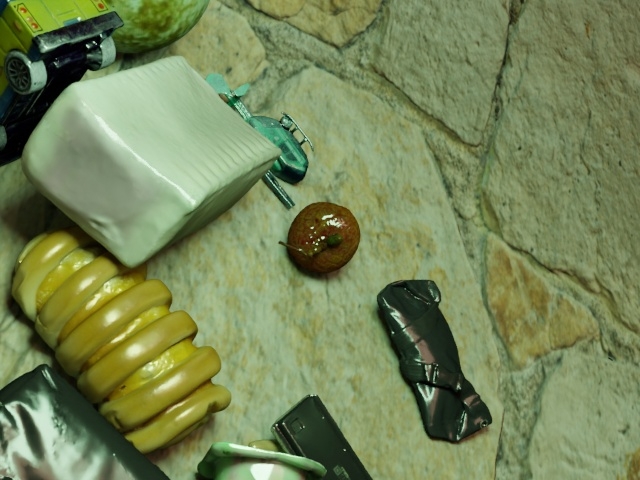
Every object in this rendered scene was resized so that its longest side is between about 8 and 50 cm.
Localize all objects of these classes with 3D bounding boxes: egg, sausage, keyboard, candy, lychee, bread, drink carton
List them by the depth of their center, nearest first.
[{"bbox_3d":[-0.077,0.331,1.470,0.144,0.146,0.142,12,62,-10],"label":"drink carton"},{"bbox_3d":[-0.244,0.106,1.516,0.311,0.121,0.173,50,44,7],"label":"bread"},{"bbox_3d":[-0.208,-0.108,1.597,0.208,0.145,0.359,44,22,1],"label":"candy"},{"bbox_3d":[0.024,0.313,1.619,0.094,0.025,0.230,-35,93,-43],"label":"keyboard"},{"bbox_3d":[-0.038,0.270,1.626,0.132,0.024,0.024,6,57,-35],"label":"sausage"},{"bbox_3d":[-0.280,-0.401,1.776,0.238,0.238,0.289,-10,54,-42],"label":"egg"},{"bbox_3d":[0.000,0.001,1.794,0.114,0.101,0.140,2,38,1],"label":"lychee"}]

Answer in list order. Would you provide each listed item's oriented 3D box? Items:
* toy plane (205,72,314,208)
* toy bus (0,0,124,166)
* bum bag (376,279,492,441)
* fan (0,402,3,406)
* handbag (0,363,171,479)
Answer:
[{"bbox_3d":[-0.091,-0.160,1.878,0.096,0.060,0.235,-38,90,-33],"label":"toy plane"},{"bbox_3d":[-0.383,-0.221,1.525,0.175,0.288,0.138,53,44,5],"label":"toy bus"},{"bbox_3d":[0.166,0.171,1.829,0.123,0.060,0.248,-12,68,-43],"label":"bum bag"},{"bbox_3d":[-0.379,0.158,1.355,0.083,0.004,0.056,28,-4,40],"label":"fan"},{"bbox_3d":[-0.293,0.295,1.368,0.275,0.088,0.244,46,44,-3],"label":"handbag"}]
